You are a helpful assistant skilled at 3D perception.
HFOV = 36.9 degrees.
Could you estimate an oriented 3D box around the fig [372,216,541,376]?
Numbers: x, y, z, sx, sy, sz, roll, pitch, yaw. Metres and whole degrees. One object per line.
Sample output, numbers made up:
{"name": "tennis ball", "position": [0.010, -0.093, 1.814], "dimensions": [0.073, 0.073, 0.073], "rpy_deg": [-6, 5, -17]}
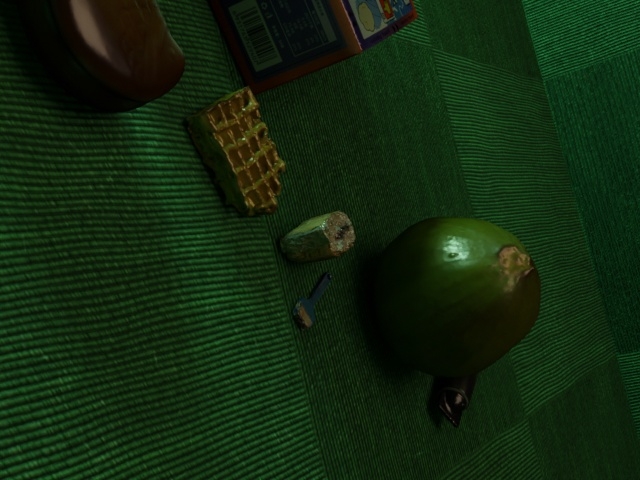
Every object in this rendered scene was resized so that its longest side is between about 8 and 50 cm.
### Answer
{"name": "fig", "position": [0.271, 0.100, 1.872], "dimensions": [0.343, 0.343, 0.343], "rpy_deg": [34, 48, -49]}

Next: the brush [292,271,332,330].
{"name": "brush", "position": [-0.011, 0.103, 1.726], "dimensions": [0.051, 0.014, 0.164], "rpy_deg": [63, 30, -20]}

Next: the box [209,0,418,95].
{"name": "box", "position": [-0.029, -0.495, 1.745], "dimensions": [0.318, 0.257, 0.348], "rpy_deg": [-42, 112, -56]}

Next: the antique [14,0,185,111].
{"name": "antique", "position": [-0.307, -0.296, 1.306], "dimensions": [0.278, 0.129, 0.223], "rpy_deg": [44, 41, -41]}

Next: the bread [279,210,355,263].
{"name": "bread", "position": [-0.001, -0.001, 1.702], "dimensions": [0.082, 0.106, 0.125], "rpy_deg": [64, 27, -4]}

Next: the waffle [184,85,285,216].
{"name": "waffle", "position": [-0.127, -0.138, 1.603], "dimensions": [0.211, 0.055, 0.160], "rpy_deg": [64, 32, -15]}

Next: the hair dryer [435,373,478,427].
{"name": "hair dryer", "position": [0.244, 0.249, 2.044], "dimensions": [0.248, 0.078, 0.195], "rpy_deg": [52, 36, -17]}
